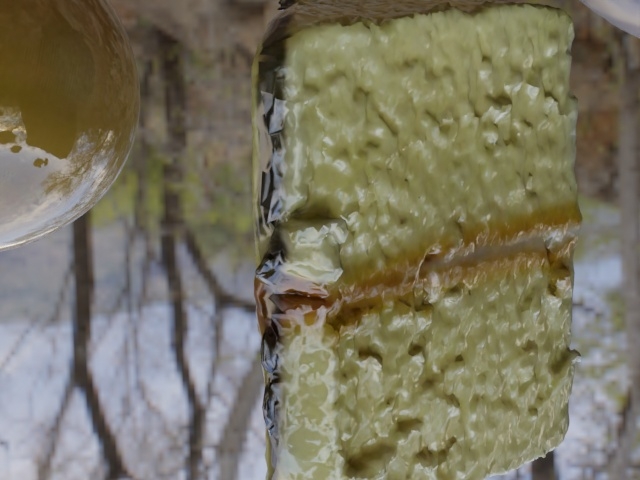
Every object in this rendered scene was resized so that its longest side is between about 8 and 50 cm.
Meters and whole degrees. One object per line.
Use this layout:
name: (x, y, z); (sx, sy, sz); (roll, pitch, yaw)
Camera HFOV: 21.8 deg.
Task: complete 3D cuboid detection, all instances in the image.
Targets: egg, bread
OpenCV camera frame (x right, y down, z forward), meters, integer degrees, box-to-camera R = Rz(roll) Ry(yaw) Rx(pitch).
egg: (-0.264, -0.113, 1.131); (0.322, 0.250, 0.250); (23, -162, 31)
bread: (0.000, 0.000, 0.864); (0.198, 0.263, 0.236); (7, -164, 31)

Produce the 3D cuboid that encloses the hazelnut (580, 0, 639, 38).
hazelnut: (0.255, -0.307, 0.901); (0.402, 0.429, 0.402); (3, 159, 1)
